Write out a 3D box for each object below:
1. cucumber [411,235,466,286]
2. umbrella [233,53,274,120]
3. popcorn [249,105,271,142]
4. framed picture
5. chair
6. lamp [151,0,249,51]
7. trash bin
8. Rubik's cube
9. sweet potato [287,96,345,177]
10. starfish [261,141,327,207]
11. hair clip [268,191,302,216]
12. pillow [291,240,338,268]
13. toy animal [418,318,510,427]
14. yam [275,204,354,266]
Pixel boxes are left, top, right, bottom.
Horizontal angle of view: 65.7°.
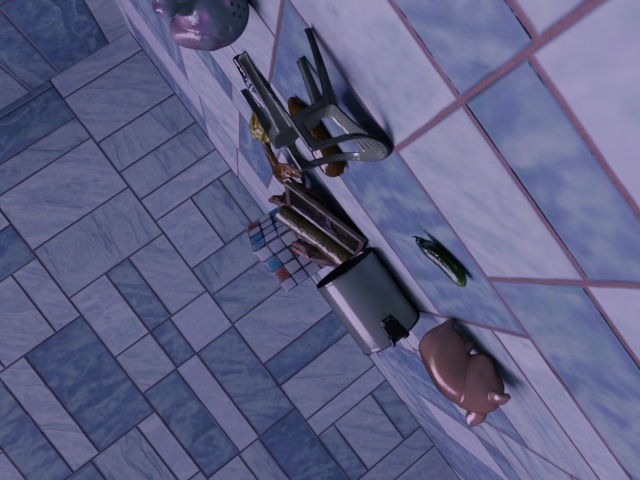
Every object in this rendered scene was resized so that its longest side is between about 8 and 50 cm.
[{"bbox_3d":[0.253,0.036,1.044,0.155,0.037,0.037,47,169,25],"label":"cucumber"},{"bbox_3d":[-0.162,-0.410,1.397,0.250,0.052,0.053,55,169,-14],"label":"umbrella"},{"bbox_3d":[-0.159,-0.350,1.486,0.116,0.121,0.106,17,110,34],"label":"popcorn"},{"bbox_3d":[0.013,-0.066,1.658,0.324,0.020,0.240,38,169,6],"label":"framed picture"},{"bbox_3d":[-0.012,-0.242,0.964,0.274,0.190,0.203,62,171,-3],"label":"chair"},{"bbox_3d":[-0.236,-0.524,0.969,0.247,0.247,0.301,16,164,19],"label":"lamp"},{"bbox_3d":[0.148,0.187,1.551,0.262,0.217,0.277,54,172,-4],"label":"trash bin"},{"bbox_3d":[-0.136,0.016,2.118,0.253,0.259,0.256,56,180,-31],"label":"Rubik's cube"},{"bbox_3d":[-0.015,-0.256,1.227,0.233,0.062,0.081,57,172,-5],"label":"sweet potato"},{"bbox_3d":[-0.114,-0.239,1.673,0.327,0.094,0.375,55,176,-22],"label":"starfish"},{"bbox_3d":[-0.057,-0.089,1.870,0.300,0.069,0.173,37,157,-4],"label":"hair clip"},{"bbox_3d":[0.013,0.062,1.912,0.270,0.067,0.173,19,-174,-36],"label":"pillow"},{"bbox_3d":[0.355,0.329,1.257,0.250,0.154,0.166,46,160,25],"label":"toy animal"},{"bbox_3d":[0.000,0.000,1.794,0.371,0.083,0.083,38,170,2],"label":"yam"}]
